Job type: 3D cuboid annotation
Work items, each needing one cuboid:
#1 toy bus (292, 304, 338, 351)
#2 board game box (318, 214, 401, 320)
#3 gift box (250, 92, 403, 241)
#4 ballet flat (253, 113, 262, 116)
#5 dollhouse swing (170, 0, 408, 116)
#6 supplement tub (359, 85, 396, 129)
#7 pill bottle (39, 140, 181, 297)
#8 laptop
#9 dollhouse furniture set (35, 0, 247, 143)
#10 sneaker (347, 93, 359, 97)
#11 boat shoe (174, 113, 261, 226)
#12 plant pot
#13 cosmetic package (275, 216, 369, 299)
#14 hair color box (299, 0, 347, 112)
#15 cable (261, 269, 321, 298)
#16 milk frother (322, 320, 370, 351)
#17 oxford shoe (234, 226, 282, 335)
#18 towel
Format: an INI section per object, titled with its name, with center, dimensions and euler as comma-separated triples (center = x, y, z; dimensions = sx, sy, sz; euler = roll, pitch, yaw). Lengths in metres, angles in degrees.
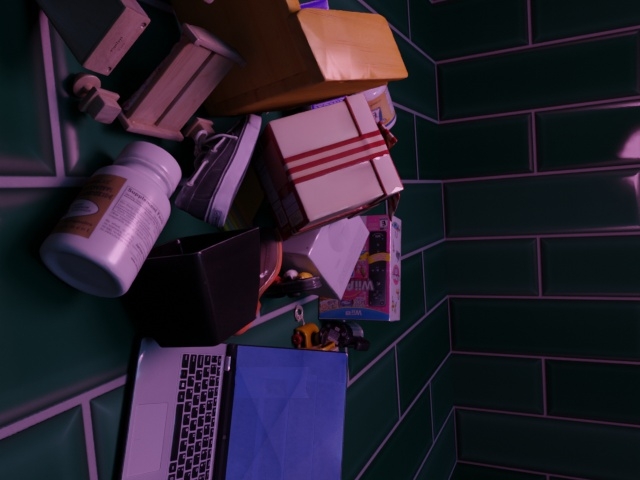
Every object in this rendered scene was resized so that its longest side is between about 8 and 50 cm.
[toy bus]
center = -0.006, 0.303, 1.434
dimensions = 0.202, 0.105, 0.190
euler = 61, 37, -44
[board game box]
center = 0.117, 0.083, 1.566
dimensions = 0.098, 0.224, 0.302
euler = 16, 74, -64
[gift box]
center = 0.021, -0.137, 1.173
dimensions = 0.258, 0.255, 0.276
euler = -22, 92, -20
[ballet flat]
center = -0.170, -0.357, 1.203
dimensions = 0.168, 0.057, 0.052
euler = 57, 30, -47
[dollhouse swing]
center = -0.077, -0.417, 1.002
dimensions = 0.315, 0.347, 0.304
euler = -18, 101, -41
[supplement tub]
center = 0.166, -0.472, 1.796
dimensions = 0.199, 0.145, 0.144
euler = 62, 36, -42
[pill bottle]
center = -0.307, -0.040, 0.811
dimensions = 0.131, 0.131, 0.229
euler = 61, 36, -43
[laptop]
center = -0.143, 0.388, 0.999
dimensions = 0.408, 0.237, 0.381
euler = 28, 63, -61
[dollhouse furniture set]
center = -0.247, -0.340, 0.862
dimensions = 0.173, 0.303, 0.356
euler = 53, 20, 14
[sneaker]
center = 0.078, -0.384, 1.665
dimensions = 0.121, 0.108, 0.301
euler = -24, 101, -62
[boat shoe]
center = -0.188, -0.149, 0.983
dimensions = 0.113, 0.105, 0.306
euler = 119, -12, -47
[plant pot]
center = -0.210, 0.084, 0.918
dimensions = 0.187, 0.188, 0.166
euler = -31, 110, -61
[cosmetic package]
center = 0.000, 0.000, 1.397
dimensions = 0.224, 0.138, 0.223
euler = 55, 52, -46
[hair color box]
center = -0.012, -0.439, 1.384
dimensions = 0.185, 0.110, 0.338
euler = -120, -165, -65
[cable]
center = -0.075, 0.090, 1.191
dimensions = 0.287, 0.140, 0.072
euler = 124, -38, -78
[milk frother]
center = 0.062, 0.322, 1.606
dimensions = 0.143, 0.129, 0.135
euler = -49, 154, 11
[oxford shoe]
center = -0.160, 0.066, 1.152
dimensions = 0.098, 0.097, 0.271
euler = 53, 42, -40
[towel]
center = -0.173, -0.097, 1.220
dimensions = 0.102, 0.021, 0.237
euler = 68, 32, -41
